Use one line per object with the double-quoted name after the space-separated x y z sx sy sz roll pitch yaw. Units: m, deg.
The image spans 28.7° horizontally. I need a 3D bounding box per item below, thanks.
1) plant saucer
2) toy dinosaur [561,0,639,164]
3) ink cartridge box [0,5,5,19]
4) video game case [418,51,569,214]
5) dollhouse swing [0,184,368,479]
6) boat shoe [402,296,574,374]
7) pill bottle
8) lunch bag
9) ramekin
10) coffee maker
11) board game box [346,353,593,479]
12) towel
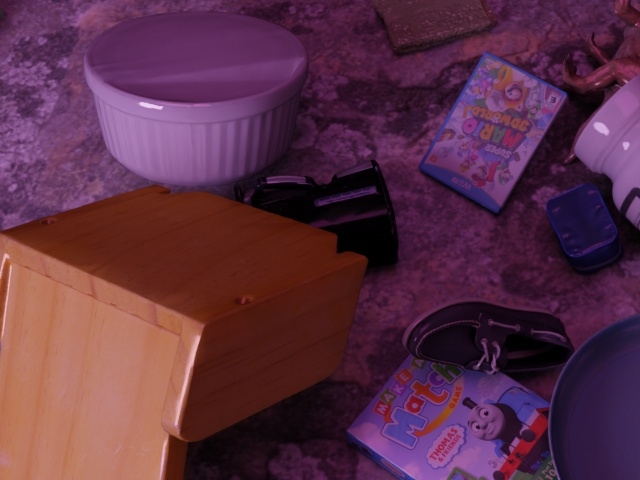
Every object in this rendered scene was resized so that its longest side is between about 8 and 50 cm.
0.388 0.219 1.294 0.318 0.043 0.317 2 58 -3 "plant saucer"
0.414 -0.209 1.541 0.200 0.127 0.295 28 70 13 "toy dinosaur"
-0.519 -0.270 1.678 0.209 0.109 0.062 -29 60 -13 "ink cartridge box"
0.209 -0.132 1.525 0.119 0.015 0.166 32 96 22 "video game case"
-0.164 0.149 1.328 0.347 0.304 0.315 17 28 42 "dollhouse swing"
0.185 0.109 1.344 0.206 0.075 0.065 1 32 -30 "boat shoe"
0.428 -0.052 1.392 0.162 0.162 0.278 -38 71 -17 "pill bottle"
0.307 -0.014 1.460 0.067 0.065 0.098 -23 58 10 "lunch bag"
-0.149 -0.170 1.521 0.273 0.127 0.273 1 32 -1 "ramekin"
0.000 0.000 1.464 0.178 0.120 0.171 -11 76 1 "coffee maker"
0.159 0.211 1.348 0.211 0.039 0.160 32 66 24 "board game box"
0.153 -0.306 1.680 0.148 0.027 0.110 -16 59 -6 "towel"
